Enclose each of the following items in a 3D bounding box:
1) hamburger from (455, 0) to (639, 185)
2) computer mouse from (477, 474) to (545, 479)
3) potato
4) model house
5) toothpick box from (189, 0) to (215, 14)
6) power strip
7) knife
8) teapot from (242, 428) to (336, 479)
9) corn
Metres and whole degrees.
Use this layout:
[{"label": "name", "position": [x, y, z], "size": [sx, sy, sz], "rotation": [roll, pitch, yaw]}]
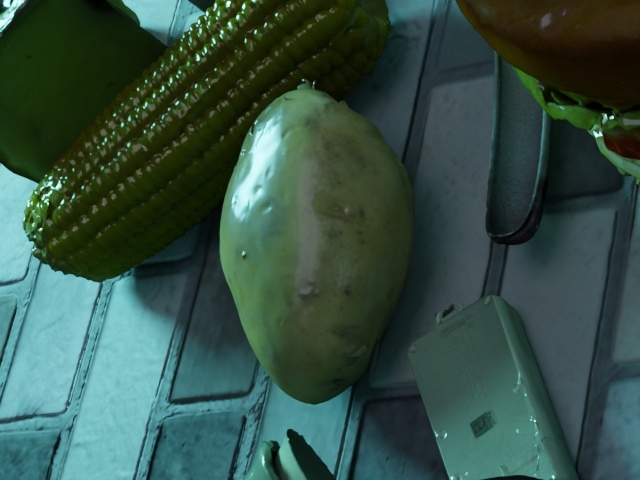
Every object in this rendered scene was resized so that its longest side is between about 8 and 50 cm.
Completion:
[{"label": "hamburger", "position": [0.256, -0.192, 1.257], "size": [0.330, 0.250, 0.330], "rotation": [-19, 54, 29]}, {"label": "computer mouse", "position": [0.103, 0.278, 1.195], "size": [0.147, 0.088, 0.264], "rotation": [15, 72, 29]}, {"label": "potato", "position": [0.003, -0.002, 1.457], "size": [0.161, 0.128, 0.235], "rotation": [-46, 44, 31]}, {"label": "model house", "position": [-0.258, -0.166, 1.744], "size": [0.175, 0.193, 0.234], "rotation": [-54, 42, 2]}, {"label": "toothpick box", "position": [-0.067, -0.285, 1.713], "size": [0.181, 0.111, 0.111], "rotation": [-52, 42, 2]}, {"label": "power strip", "position": [0.115, 0.121, 1.330], "size": [0.081, 0.035, 0.192], "rotation": [-35, 45, 18]}, {"label": "knife", "position": [0.153, -0.110, 1.440], "size": [0.123, 0.053, 0.278], "rotation": [-15, 54, 29]}, {"label": "teapot", "position": [-0.096, 0.236, 1.349], "size": [0.251, 0.183, 0.183], "rotation": [-34, 44, 6]}, {"label": "corn", "position": [-0.095, -0.095, 1.599], "size": [0.344, 0.131, 0.131], "rotation": [-42, 43, 16]}]
